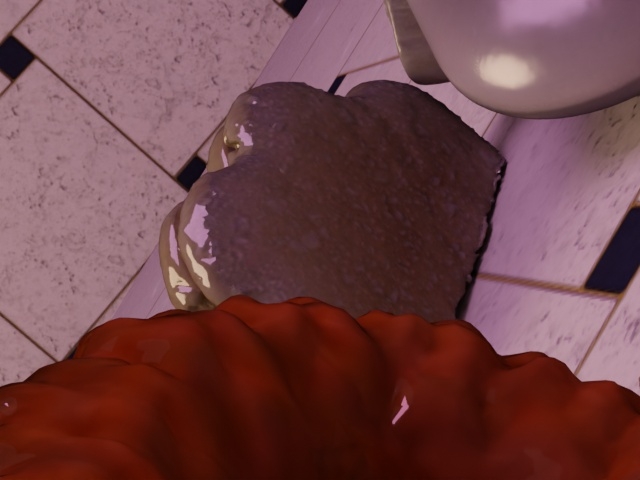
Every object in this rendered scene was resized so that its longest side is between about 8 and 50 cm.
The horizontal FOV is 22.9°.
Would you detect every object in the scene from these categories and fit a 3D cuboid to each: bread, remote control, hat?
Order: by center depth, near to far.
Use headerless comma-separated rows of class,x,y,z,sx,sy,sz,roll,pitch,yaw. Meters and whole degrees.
hat,0.005,0.233,0.378,0.285,0.285,0.400,-85,1,-66
remote control,0.141,-0.201,0.925,0.221,0.103,0.332,-38,39,17
bread,-0.001,0.004,0.977,0.102,0.183,0.337,-51,10,40

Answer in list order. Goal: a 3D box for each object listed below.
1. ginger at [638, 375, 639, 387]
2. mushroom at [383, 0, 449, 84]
ginger,0.203,-0.012,0.470,0.299,0.065,0.118,-41,23,44
mushroom,0.143,-0.187,1.057,0.223,0.092,0.081,-33,-18,13
